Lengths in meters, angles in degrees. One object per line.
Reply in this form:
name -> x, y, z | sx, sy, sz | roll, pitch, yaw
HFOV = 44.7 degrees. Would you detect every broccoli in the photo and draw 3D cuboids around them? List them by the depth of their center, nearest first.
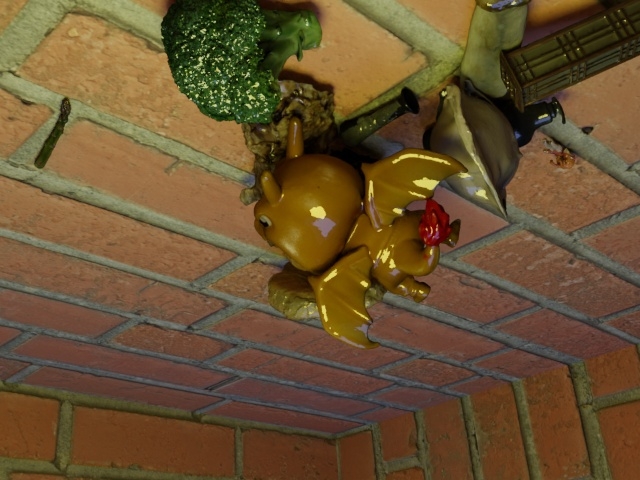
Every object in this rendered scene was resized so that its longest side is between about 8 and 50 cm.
broccoli -> -0.116, -0.309, 1.257 | 0.269, 0.268, 0.254 | 4, 157, -17

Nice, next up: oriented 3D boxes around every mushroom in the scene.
mushroom -> 0.304, -0.357, 1.361 | 0.100, 0.081, 0.312 | 5, 158, 7

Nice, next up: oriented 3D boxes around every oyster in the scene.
oyster -> -0.058, -0.196, 1.593 | 0.205, 0.110, 0.396 | -2, 149, -11

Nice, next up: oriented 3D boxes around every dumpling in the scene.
dumpling -> 0.281, -0.157, 1.473 | 0.164, 0.204, 0.293 | -1, 140, 35

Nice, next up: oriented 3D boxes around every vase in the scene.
vase -> 0.118, -0.245, 1.567 | 0.167, 0.059, 0.059 | -25, 146, 35

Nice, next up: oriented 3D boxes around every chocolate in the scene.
chocolate -> 0.062, -0.137, 1.696 | 0.156, 0.156, 0.133 | -26, 130, 36

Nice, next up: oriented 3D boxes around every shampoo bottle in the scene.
shampoo bottle -> 0.355, -0.225, 1.596 | 0.284, 0.101, 0.101 | -18, 150, 25

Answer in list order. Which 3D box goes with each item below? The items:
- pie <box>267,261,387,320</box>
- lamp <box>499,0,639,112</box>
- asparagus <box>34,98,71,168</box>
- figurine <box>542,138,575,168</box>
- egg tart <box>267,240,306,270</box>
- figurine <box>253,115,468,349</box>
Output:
pie -> 0.018, 0.117, 2.049 | 0.340, 0.339, 0.083 | -5, 108, 2
lamp -> 0.474, -0.335, 1.331 | 0.326, 0.089, 0.090 | -23, 157, 8
asparagus -> -0.540, -0.212, 1.575 | 0.024, 0.025, 0.248 | 47, 139, -3
figurine -> 0.533, -0.195, 1.749 | 0.109, 0.047, 0.064 | 30, 166, -39
egg tart -> 0.000, 0.000, 1.977 | 0.289, 0.118, 0.288 | 0, 154, 0
figurine -> 0.073, -0.048, 1.493 | 0.387, 0.268, 0.400 | 26, 117, 1
